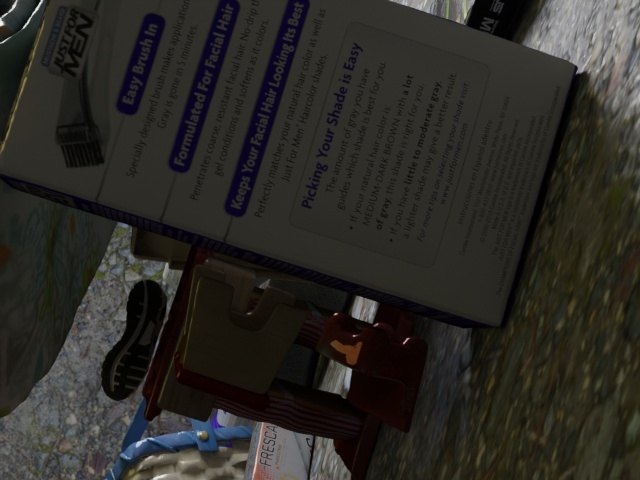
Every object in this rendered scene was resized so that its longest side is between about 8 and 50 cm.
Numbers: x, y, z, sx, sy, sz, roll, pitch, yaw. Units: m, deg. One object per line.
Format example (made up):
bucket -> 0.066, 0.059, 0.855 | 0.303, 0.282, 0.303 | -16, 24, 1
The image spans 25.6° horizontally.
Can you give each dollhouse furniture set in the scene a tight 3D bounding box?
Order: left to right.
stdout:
dollhouse furniture set -> -0.027, 0.111, 1.108 | 0.374, 0.201, 0.152 | -145, 73, -82

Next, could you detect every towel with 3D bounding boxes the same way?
towel -> -0.223, -0.089, 1.151 | 0.374, 0.090, 0.320 | -77, -9, -58

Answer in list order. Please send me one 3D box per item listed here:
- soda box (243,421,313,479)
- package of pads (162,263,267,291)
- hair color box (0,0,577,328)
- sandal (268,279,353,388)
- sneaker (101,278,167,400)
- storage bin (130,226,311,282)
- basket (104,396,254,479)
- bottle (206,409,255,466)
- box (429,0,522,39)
soda box -> -0.046, 0.241, 1.540 | 0.183, 0.063, 0.058 | -81, 11, -54
package of pads -> -0.055, -0.056, 1.772 | 0.296, 0.101, 0.229 | -34, -23, -44
hair color box -> -0.024, -0.076, 0.938 | 0.110, 0.339, 0.185 | 156, 132, -81
sandal -> -0.022, 0.096, 1.663 | 0.054, 0.097, 0.254 | -27, -38, -59
sneaker -> -0.157, 0.089, 1.228 | 0.044, 0.040, 0.109 | 45, -114, -79
storage bin -> -0.042, -0.096, 1.361 | 0.123, 0.261, 0.262 | -145, 61, -79
basket -> -0.173, 0.301, 1.707 | 0.289, 0.201, 0.254 | 64, 146, 34
bottle -> -0.094, 0.236, 1.846 | 0.118, 0.092, 0.282 | -92, 21, -70
box -> 0.138, -0.220, 1.259 | 0.190, 0.045, 0.184 | -83, 11, -44
